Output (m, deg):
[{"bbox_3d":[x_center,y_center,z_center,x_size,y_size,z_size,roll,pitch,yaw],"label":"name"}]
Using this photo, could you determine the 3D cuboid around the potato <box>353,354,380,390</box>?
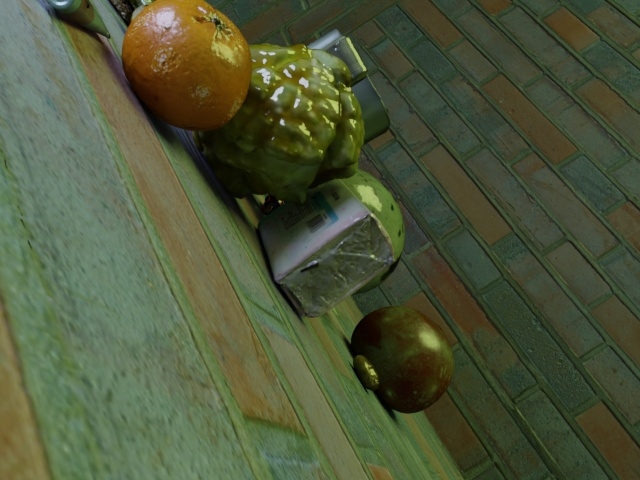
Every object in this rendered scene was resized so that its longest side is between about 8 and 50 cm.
[{"bbox_3d":[0.099,0.282,1.242,0.083,0.040,0.051,59,-3,25],"label":"potato"}]

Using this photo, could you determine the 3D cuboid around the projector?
[{"bbox_3d":[-0.005,-0.308,1.372,0.248,0.249,0.248,59,4,-2],"label":"projector"}]

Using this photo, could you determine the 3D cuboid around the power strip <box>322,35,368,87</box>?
[{"bbox_3d":[-0.078,-0.276,1.197,0.092,0.388,0.066,61,27,-3],"label":"power strip"}]

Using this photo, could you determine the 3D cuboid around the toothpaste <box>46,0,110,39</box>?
[{"bbox_3d":[-0.291,-0.281,0.707,0.056,0.036,0.205,55,-2,-16],"label":"toothpaste"}]

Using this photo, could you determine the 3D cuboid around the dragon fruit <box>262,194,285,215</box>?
[{"bbox_3d":[-0.108,-0.091,1.546,0.094,0.094,0.190,57,7,-3],"label":"dragon fruit"}]

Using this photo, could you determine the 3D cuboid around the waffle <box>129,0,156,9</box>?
[{"bbox_3d":[-0.383,-0.521,1.238,0.204,0.054,0.223,57,1,-18],"label":"waffle"}]

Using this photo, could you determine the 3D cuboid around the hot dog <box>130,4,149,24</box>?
[{"bbox_3d":[-0.294,-0.341,1.186,0.289,0.068,0.083,61,21,-47],"label":"hot dog"}]

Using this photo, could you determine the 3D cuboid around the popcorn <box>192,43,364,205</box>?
[{"bbox_3d":[-0.088,-0.205,1.032,0.279,0.336,0.274,-10,107,-77],"label":"popcorn"}]

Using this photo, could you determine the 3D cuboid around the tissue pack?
[{"bbox_3d":[0.002,-0.002,1.058,0.124,0.201,0.271,50,4,-24],"label":"tissue pack"}]

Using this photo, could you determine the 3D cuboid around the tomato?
[{"bbox_3d":[0.214,0.285,1.457,0.270,0.223,0.270,60,-1,1],"label":"tomato"}]

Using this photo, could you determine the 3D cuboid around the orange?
[{"bbox_3d":[-0.183,-0.253,0.822,0.193,0.161,0.193,39,26,-24],"label":"orange"}]

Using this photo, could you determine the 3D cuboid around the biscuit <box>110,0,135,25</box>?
[{"bbox_3d":[-0.421,-0.503,1.207,0.131,0.026,0.237,56,1,5],"label":"biscuit"}]

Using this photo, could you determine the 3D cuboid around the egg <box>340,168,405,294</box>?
[{"bbox_3d":[0.052,-0.024,1.374,0.287,0.288,0.379,58,-1,37],"label":"egg"}]
